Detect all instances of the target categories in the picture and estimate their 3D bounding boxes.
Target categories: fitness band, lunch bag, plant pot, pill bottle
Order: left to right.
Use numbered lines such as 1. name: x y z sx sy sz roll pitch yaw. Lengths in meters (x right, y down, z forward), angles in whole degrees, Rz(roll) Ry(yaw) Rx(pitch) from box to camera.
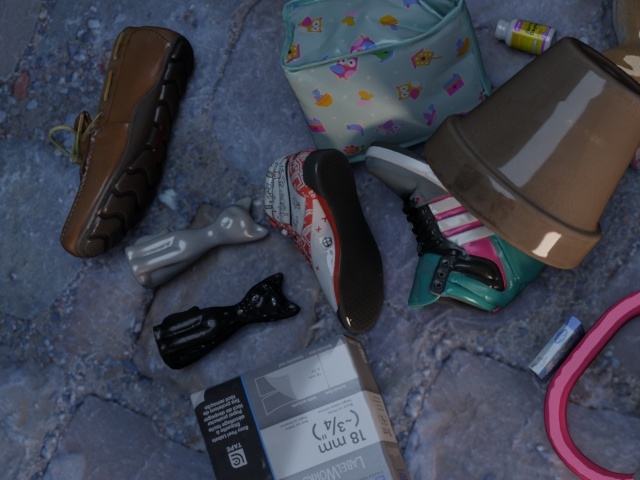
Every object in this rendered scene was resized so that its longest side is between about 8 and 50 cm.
1. lunch bag: 0.097 -0.241 1.535 0.262 0.223 0.160 -12 51 12
2. pill bottle: 0.298 -0.298 1.599 0.083 0.043 0.043 18 83 17
3. plant pot: 0.299 -0.131 1.413 0.263 0.263 0.229 44 114 19
4. fitness band: 0.430 0.197 1.457 0.209 0.054 0.291 40 89 21

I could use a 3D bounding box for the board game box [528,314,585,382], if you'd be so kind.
1. board game box: 0.318 0.147 1.472 0.020 0.090 0.090 40 90 22

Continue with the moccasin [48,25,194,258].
1. moccasin: -0.319 -0.156 1.676 0.147 0.139 0.380 12 81 17

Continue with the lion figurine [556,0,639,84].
1. lion figurine: 0.443 -0.317 1.500 0.240 0.142 0.392 14 100 24

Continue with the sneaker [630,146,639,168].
1. sneaker: 0.497 -0.158 1.498 0.236 0.095 0.104 1 72 10

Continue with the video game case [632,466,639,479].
1. video game case: 0.547 0.290 1.374 0.232 0.042 0.210 38 89 0

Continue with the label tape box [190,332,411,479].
1. label tape box: -0.008 0.327 1.509 0.240 0.106 0.333 -23 73 9

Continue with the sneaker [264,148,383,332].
1. sneaker: 0.001 -0.001 1.594 0.145 0.090 0.270 1 110 52

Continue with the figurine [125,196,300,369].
1. figurine: -0.160 0.055 1.625 0.209 0.092 0.215 -22 73 1

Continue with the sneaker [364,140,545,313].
1. sneaker: 0.154 0.005 1.519 0.295 0.124 0.178 33 82 6
